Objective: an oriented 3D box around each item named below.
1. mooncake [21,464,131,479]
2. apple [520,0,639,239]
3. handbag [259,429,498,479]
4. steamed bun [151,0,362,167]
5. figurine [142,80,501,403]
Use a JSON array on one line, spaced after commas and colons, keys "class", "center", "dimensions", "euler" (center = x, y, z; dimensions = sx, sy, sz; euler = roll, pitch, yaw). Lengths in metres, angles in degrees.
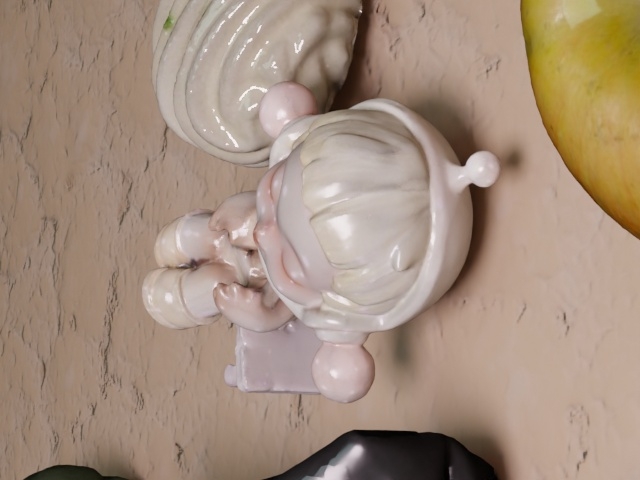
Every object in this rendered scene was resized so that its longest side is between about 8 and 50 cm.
[{"class": "mooncake", "center": [-0.189, 0.262, 1.314], "dimensions": [0.104, 0.168, 0.175], "euler": [-29, 91, 36]}, {"class": "apple", "center": [0.184, -0.107, 0.693], "dimensions": [0.210, 0.173, 0.235], "euler": [30, 120, 52]}, {"class": "handbag", "center": [-0.044, 0.273, 0.978], "dimensions": [0.342, 0.152, 0.288], "euler": [-21, 66, 45]}, {"class": "steamed bun", "center": [-0.051, -0.136, 1.129], "dimensions": [0.183, 0.106, 0.183], "euler": [-47, 34, 47]}, {"class": "figurine", "center": [0.008, 0.007, 1.016], "dimensions": [0.256, 0.144, 0.182], "euler": [-27, 43, 58]}]
